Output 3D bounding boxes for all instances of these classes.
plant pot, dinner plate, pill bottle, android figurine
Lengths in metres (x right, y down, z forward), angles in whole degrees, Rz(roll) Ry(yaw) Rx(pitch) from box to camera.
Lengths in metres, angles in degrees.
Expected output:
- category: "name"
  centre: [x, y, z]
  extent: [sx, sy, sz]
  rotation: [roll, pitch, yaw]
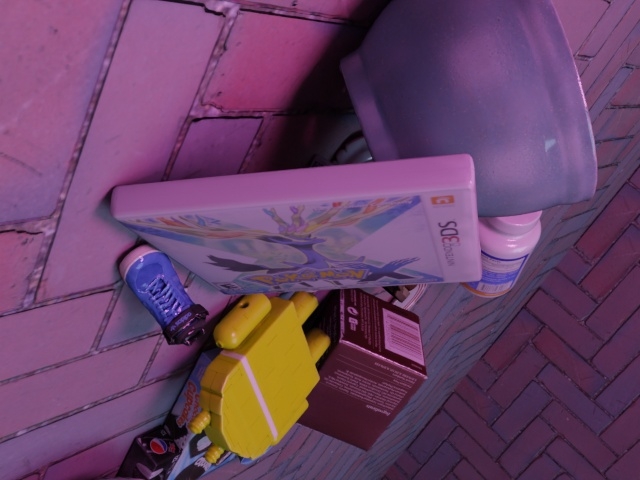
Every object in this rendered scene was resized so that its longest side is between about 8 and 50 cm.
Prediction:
- category: "plant pot"
  centre: [0.138, -0.147, 0.743]
  extent: [0.196, 0.293, 0.293]
  rotation: [-20, 159, 9]
- category: "dinner plate"
  centre: [0.186, 0.136, 1.570]
  extent: [0.141, 0.017, 0.141]
  rotation: [-36, 154, -20]
- category: "pill bottle"
  centre: [0.381, -0.004, 1.499]
  extent: [0.152, 0.152, 0.272]
  rotation: [-36, 154, -22]
- category: "android figurine"
  centre: [-0.085, 0.199, 1.019]
  extent: [0.273, 0.056, 0.248]
  rotation: [-48, 135, -35]

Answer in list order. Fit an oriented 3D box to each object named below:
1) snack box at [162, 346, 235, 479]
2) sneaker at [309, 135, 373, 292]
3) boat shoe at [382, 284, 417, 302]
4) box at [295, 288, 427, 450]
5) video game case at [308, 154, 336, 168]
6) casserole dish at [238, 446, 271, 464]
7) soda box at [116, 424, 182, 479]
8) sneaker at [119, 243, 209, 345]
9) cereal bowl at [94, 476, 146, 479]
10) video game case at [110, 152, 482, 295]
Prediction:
- category: "snack box"
  centre: [-0.166, 0.283, 1.158]
  extent: [0.187, 0.060, 0.322]
  rotation: [-15, 142, -50]
- category: "sneaker"
  centre: [0.038, -0.014, 0.951]
  extent: [0.103, 0.111, 0.252]
  rotation: [-17, 144, -48]
- category: "boat shoe"
  centre: [0.127, 0.021, 1.187]
  extent: [0.104, 0.110, 0.307]
  rotation: [-49, 167, -3]
- category: "box"
  centre: [0.060, 0.219, 1.223]
  extent: [0.203, 0.166, 0.169]
  rotation: [-58, -165, 28]
- category: "video game case"
  centre: [0.004, -0.037, 0.892]
  extent: [0.122, 0.087, 0.011]
  rotation: [-58, 179, 28]
- category: "casserole dish"
  centre: [-0.109, 0.394, 1.469]
  extent: [0.188, 0.037, 0.114]
  rotation: [-52, 156, 17]
- category: "soda box"
  centre: [-0.282, 0.375, 1.113]
  extent: [0.053, 0.060, 0.169]
  rotation: [-15, 142, -50]
- category: "sneaker"
  centre: [-0.166, 0.067, 0.773]
  extent: [0.058, 0.084, 0.152]
  rotation: [-38, 155, -18]
- category: "cereal bowl"
  centre: [-0.334, 0.496, 0.953]
  extent: [0.339, 0.141, 0.339]
  rotation: [2, 90, -83]
- category: "video game case"
  centre: [0.000, 0.000, 0.740]
  extent: [0.328, 0.036, 0.300]
  rotation: [-4, 161, 13]
